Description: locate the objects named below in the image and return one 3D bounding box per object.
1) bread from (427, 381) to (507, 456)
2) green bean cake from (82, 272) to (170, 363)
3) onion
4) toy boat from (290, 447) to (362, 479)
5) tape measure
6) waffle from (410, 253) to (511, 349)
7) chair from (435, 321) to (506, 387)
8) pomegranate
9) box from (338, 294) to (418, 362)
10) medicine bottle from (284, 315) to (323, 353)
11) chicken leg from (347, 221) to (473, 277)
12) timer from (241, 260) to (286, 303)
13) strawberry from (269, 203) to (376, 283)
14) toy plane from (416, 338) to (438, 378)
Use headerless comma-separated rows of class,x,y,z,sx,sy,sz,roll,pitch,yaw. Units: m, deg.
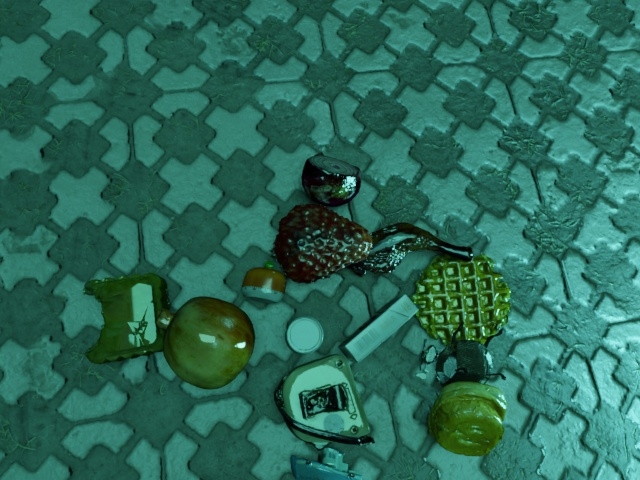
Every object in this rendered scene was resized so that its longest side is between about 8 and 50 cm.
bread,0.408,0.499,1.294,0.199,0.120,0.236,11,119,-1
green bean cake,-0.550,0.215,1.301,0.233,0.124,0.235,-9,78,-8
onion,0.018,-0.202,1.467,0.195,0.139,0.218,-7,36,-26
toy boat,0.019,0.639,1.292,0.215,0.088,0.102,15,41,-2
tape measure,0.003,0.477,1.297,0.232,0.133,0.270,-18,82,-11
waffle,0.449,0.180,1.447,0.302,0.068,0.325,41,81,6
chair,0.439,0.360,1.356,0.175,0.213,0.149,9,54,-4
pomegranate,-0.318,0.262,1.247,0.271,0.252,0.229,33,92,-18
box,0.166,0.259,1.355,0.233,0.149,0.067,-38,86,-13
medicine bottle,-0.049,0.273,1.318,0.105,0.168,0.104,1,76,-5
chicken leg,0.267,0.020,1.429,0.408,0.096,0.157,-4,77,2
timer,-0.165,0.122,1.381,0.136,0.099,0.136,2,67,-4
strawberry,-0.014,0.012,1.363,0.280,0.150,0.253,28,80,21
toy plane,0.328,0.364,1.409,0.049,0.031,0.120,15,73,3
